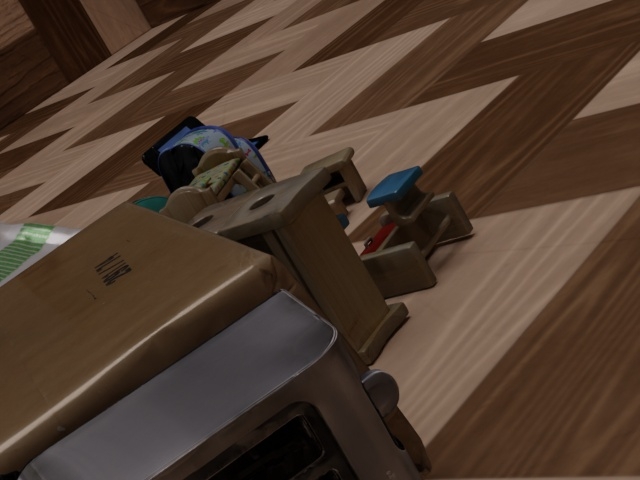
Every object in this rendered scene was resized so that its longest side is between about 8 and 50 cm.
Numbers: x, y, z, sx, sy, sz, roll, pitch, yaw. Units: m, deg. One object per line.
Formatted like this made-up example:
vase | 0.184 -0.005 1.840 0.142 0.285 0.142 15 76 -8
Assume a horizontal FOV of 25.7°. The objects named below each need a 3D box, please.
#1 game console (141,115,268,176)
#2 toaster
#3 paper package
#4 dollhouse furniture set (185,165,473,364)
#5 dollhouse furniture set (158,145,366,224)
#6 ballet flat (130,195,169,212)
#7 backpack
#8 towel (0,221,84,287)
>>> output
game console | -0.147 -0.118 1.787 0.122 0.107 0.071 -47 -5 -47
toaster | -0.034 0.138 0.628 0.186 0.168 0.110 -34 17 -15
paper package | -0.146 0.133 0.827 0.309 0.168 0.325 -36 17 -15
dollhouse furniture set | 0.000 0.000 1.057 0.129 0.129 0.183 -16 22 39
dollhouse furniture set | -0.060 -0.030 1.303 0.161 0.101 0.182 -23 17 22
ballet flat | -0.213 0.015 1.502 0.067 0.073 0.206 -47 2 30
backpack | -0.109 -0.064 1.467 0.105 0.114 0.084 -14 23 46
towel | -0.293 0.038 1.322 0.325 0.038 0.248 10 26 14
